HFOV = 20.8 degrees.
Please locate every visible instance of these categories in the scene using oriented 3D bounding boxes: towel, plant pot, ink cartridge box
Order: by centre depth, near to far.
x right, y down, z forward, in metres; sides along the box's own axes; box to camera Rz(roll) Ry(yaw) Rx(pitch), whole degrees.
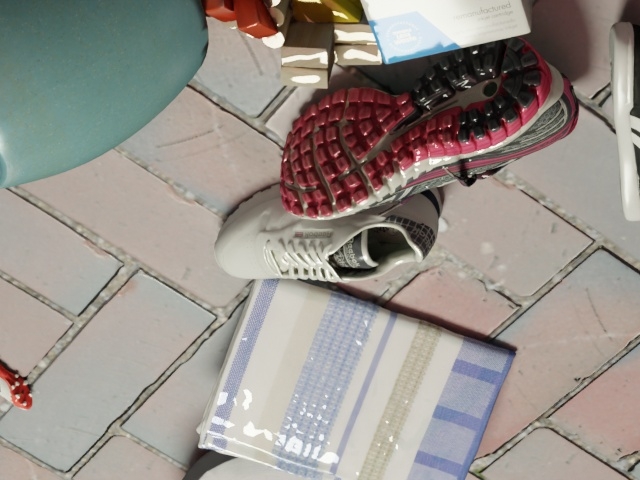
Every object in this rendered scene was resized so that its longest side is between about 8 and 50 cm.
[{"bbox_3d":[0.083,-0.272,1.442,0.134,0.078,0.231,-11,125,18],"label":"ink cartridge box"},{"bbox_3d":[-0.265,-0.157,1.453,0.290,0.195,0.290,23,152,13],"label":"plant pot"},{"bbox_3d":[0.034,0.160,1.798,0.285,0.034,0.209,18,108,-6],"label":"towel"}]

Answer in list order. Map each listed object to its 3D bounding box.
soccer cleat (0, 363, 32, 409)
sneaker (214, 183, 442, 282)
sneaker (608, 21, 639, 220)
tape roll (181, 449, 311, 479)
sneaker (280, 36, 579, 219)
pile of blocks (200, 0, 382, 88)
[{"bbox_3d":[-0.347,0.155,1.901,0.035,0.029,0.083,-26,117,37],"label":"soccer cleat"},{"bbox_3d":[0.000,0.000,1.668,0.235,0.095,0.090,-14,127,22],"label":"sneaker"},{"bbox_3d":[0.320,-0.111,1.538,0.121,0.079,0.217,-5,136,10],"label":"sneaker"},{"bbox_3d":[-0.058,0.323,1.892,0.219,0.072,0.219,0,101,-2],"label":"tape roll"},{"bbox_3d":[0.091,-0.082,1.577,0.299,0.121,0.112,-17,155,31],"label":"sneaker"},{"bbox_3d":[-0.083,-0.252,1.466,0.362,0.113,0.149,32,127,-16],"label":"pile of blocks"}]
